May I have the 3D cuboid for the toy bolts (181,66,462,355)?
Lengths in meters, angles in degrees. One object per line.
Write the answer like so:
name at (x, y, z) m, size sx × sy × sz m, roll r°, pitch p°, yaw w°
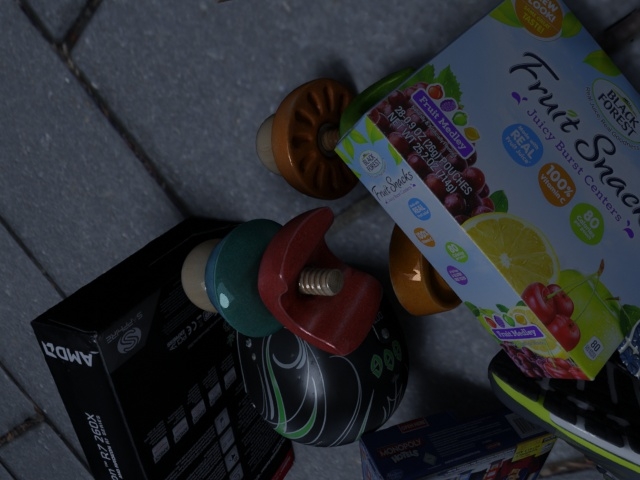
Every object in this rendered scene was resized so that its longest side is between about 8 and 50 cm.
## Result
toy bolts at (0.000, 0.000, 0.499) m, size 0.158 × 0.228 × 0.218 m, roll 0°, pitch 130°, yaw 43°

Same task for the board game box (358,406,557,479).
board game box at (0.122, 0.256, 0.609) m, size 0.060 × 0.194 × 0.194 m, roll -124°, pitch 34°, yaw -46°

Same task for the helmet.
helmet at (0.004, 0.122, 0.596) m, size 0.169 × 0.169 × 0.161 m, roll 5°, pitch 113°, yaw 29°

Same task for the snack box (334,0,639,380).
snack box at (0.143, -0.043, 0.402) m, size 0.207 × 0.174 × 0.070 m, roll 50°, pitch 160°, yaw -3°

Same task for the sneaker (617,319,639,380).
sneaker at (0.296, 0.108, 0.479) m, size 0.135 × 0.058 × 0.052 m, roll 44°, pitch 106°, yaw 31°

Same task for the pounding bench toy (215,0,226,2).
pounding bench toy at (-0.084, -0.232, 0.490) m, size 0.065 × 0.083 × 0.052 m, roll 48°, pitch 130°, yaw -1°

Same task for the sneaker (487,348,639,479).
sneaker at (0.274, 0.191, 0.507) m, size 0.300 × 0.111 × 0.121 m, roll 30°, pitch 131°, yaw 15°

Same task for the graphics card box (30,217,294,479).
graphics card box at (-0.146, 0.187, 0.675) m, size 0.094 × 0.233 × 0.370 m, roll 8°, pitch 121°, yaw 28°
